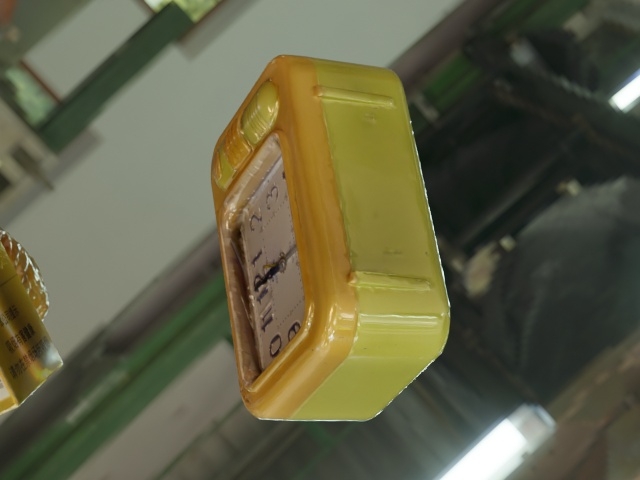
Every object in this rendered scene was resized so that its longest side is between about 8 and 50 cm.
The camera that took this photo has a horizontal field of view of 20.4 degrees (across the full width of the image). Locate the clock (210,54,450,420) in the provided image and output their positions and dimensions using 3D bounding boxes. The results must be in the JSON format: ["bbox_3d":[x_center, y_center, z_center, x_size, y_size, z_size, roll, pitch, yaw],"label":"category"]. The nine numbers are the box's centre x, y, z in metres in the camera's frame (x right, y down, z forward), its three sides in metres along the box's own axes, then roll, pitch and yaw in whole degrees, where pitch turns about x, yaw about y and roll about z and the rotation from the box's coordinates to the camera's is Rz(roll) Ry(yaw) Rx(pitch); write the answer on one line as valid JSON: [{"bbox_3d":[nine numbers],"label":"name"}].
[{"bbox_3d":[0.000,0.000,1.096,0.143,0.096,0.202,-48,-135,49],"label":"clock"}]

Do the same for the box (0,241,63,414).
[{"bbox_3d":[-0.186,0.010,0.921,0.022,0.156,0.089,-25,-175,9],"label":"box"}]

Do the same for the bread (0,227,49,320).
[{"bbox_3d":[-0.314,-0.004,1.126,0.195,0.344,0.149,32,-101,26],"label":"bread"}]
